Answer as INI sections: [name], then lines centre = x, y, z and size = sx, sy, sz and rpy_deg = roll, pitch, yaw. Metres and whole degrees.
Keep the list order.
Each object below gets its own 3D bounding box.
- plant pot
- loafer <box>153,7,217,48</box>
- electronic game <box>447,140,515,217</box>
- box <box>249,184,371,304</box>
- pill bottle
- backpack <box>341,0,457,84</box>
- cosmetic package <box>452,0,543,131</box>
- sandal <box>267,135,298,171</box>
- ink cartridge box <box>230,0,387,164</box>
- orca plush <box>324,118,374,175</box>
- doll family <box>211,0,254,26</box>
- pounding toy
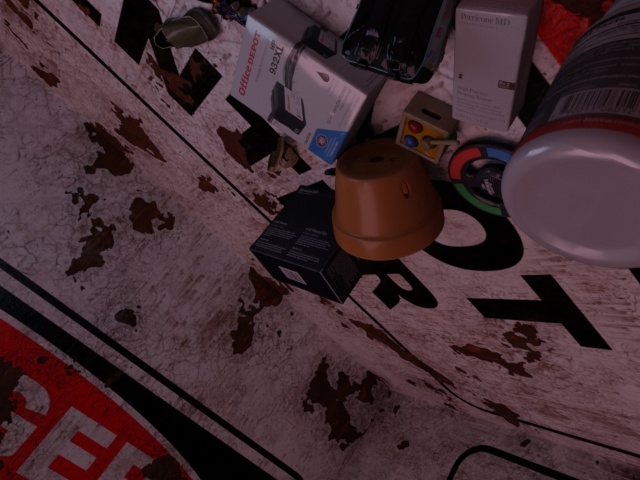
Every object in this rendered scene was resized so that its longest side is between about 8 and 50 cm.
[plant pot]
centre = 0.155, -0.121, 1.165
size = 0.290, 0.291, 0.204
rpy_deg = 18, 138, 38
[loafer]
centre = -0.376, -0.565, 1.279
size = 0.251, 0.087, 0.094
rpy_deg = 12, 148, 45
[electronic game]
centre = 0.398, -0.135, 1.057
size = 0.229, 0.048, 0.229
rpy_deg = 30, 158, 14
[box]
centre = 0.000, 0.000, 1.554
size = 0.343, 0.313, 0.179
rpy_deg = 16, 150, 42
[pill bottle]
centre = 0.396, -0.162, 0.589
size = 0.210, 0.363, 0.210
rpy_deg = 30, 156, 15
[backpack]
centre = 0.146, -0.379, 0.796
size = 0.165, 0.144, 0.189
rpy_deg = 28, 120, 26
[cosmetic package]
centre = 0.299, -0.311, 0.807
size = 0.117, 0.086, 0.231
rpy_deg = 23, 156, 28
[sandal]
centre = -0.113, -0.275, 1.522
size = 0.079, 0.088, 0.240
rpy_deg = 9, 171, -16
[ink cartridge box]
centre = -0.035, -0.360, 1.069
size = 0.307, 0.129, 0.223
rpy_deg = 36, 142, 3
[orca plush]
centre = 0.063, -0.226, 1.291
size = 0.151, 0.102, 0.287
rpy_deg = 40, 158, -9
[doll family]
centre = -0.226, -0.566, 1.084
size = 0.111, 0.076, 0.193
rpy_deg = 14, 152, 34
[pounding toy]
centre = 0.243, -0.235, 1.015
size = 0.141, 0.100, 0.130
rpy_deg = 31, 158, 14
